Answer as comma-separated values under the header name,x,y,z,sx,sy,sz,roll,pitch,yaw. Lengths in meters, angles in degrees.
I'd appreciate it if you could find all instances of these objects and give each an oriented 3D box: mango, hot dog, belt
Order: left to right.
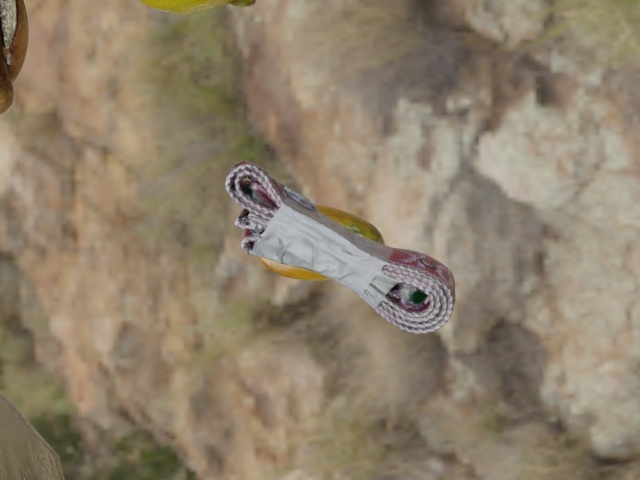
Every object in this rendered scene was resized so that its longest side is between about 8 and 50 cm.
name,x,y,z,sx,sy,sz,roll,pitch,yaw
hot dog,-0.275,-0.162,1.382,0.060,0.090,0.140,143,130,-63
mango,0.000,0.002,2.090,0.115,0.165,0.089,63,-147,-66
belt,0.013,0.009,1.536,0.071,0.232,0.053,-58,5,21

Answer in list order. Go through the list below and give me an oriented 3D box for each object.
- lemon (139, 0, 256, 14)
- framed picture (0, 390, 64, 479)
name,x,y,z,sx,sy,sz,roll,pitch,yaw
lemon,-0.160,-0.390,1.917,0.260,0.260,0.284,32,147,50
framed picture,-0.211,0.250,1.358,0.338,0.014,0.255,80,172,-70
